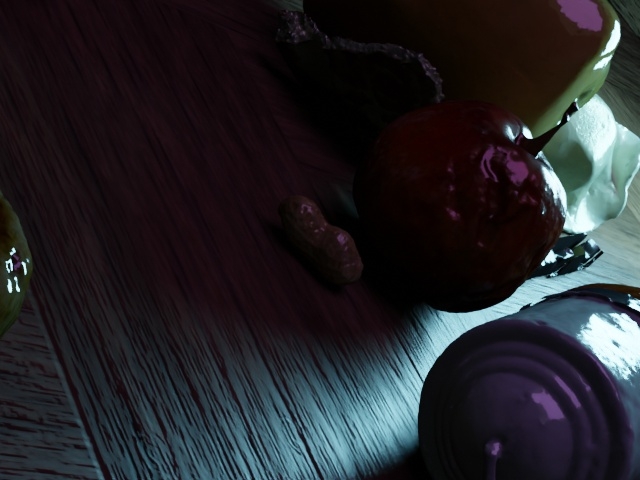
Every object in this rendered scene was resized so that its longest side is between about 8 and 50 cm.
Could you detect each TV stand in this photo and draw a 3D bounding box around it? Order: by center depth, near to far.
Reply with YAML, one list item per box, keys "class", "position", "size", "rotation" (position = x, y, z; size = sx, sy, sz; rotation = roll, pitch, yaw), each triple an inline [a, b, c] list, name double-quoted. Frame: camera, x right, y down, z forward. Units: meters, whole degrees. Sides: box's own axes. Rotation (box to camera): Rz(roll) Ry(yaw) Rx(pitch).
- class: "TV stand"
  position: [0.332, 0.022, 2.024]
  size: [0.042, 0.036, 0.249]
  rotation: [53, 25, 15]

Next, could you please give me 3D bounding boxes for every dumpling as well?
- class: "dumpling"
  position: [0.335, -0.136, 2.194]
  size: [0.318, 0.187, 0.243]
  rotation: [20, 73, -31]

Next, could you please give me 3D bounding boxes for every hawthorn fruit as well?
- class: "hawthorn fruit"
  position: [0.179, -0.059, 1.613]
  size: [0.242, 0.271, 0.242]
  rotation: [48, 11, -12]

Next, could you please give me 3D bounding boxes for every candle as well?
- class: "candle"
  position: [0.222, 0.164, 1.385]
  size: [0.221, 0.221, 0.342]
  rotation: [52, 24, 15]

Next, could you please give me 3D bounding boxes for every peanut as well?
- class: "peanut"
  position: [0.000, 0.000, 1.497]
  size: [0.113, 0.054, 0.054]
  rotation: [47, 23, -5]

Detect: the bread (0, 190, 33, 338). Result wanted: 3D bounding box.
- class: "bread"
  position: [-0.301, -0.002, 0.923]
  size: [0.230, 0.123, 0.230]
  rotation: [31, 27, -18]

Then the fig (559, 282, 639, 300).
- class: "fig"
  position: [0.321, 0.130, 1.632]
  size: [0.205, 0.205, 0.205]
  rotation: [36, 25, -20]

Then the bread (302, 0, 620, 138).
- class: "bread"
  position: [0.164, -0.267, 1.882]
  size: [0.376, 0.253, 0.348]
  rotation: [46, -20, 6]

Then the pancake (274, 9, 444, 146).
- class: "pancake"
  position: [0.100, -0.171, 1.764]
  size: [0.376, 0.197, 0.054]
  rotation: [34, 60, 2]
